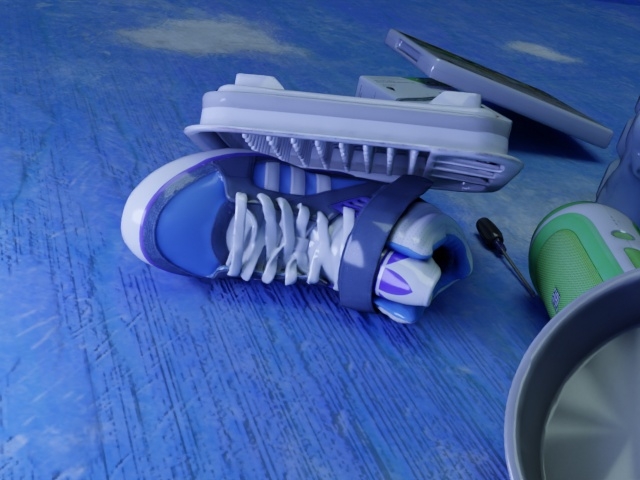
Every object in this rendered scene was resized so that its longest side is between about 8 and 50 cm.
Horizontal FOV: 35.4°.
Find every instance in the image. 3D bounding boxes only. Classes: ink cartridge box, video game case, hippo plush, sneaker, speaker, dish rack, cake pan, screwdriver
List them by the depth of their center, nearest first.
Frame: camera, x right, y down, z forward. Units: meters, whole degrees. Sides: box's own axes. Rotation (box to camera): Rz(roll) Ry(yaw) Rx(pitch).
[{"bbox_3d":[0.279,0.144,0.706,0.293,0.054,0.293,-9,50,11],"label":"cake pan"},{"bbox_3d":[0.280,0.066,0.957,0.131,0.131,0.296,9,24,-4],"label":"speaker"},{"bbox_3d":[0.000,0.000,0.977,0.322,0.130,0.236,-2,20,-41],"label":"sneaker"},{"bbox_3d":[0.039,-0.112,1.067,0.332,0.072,0.285,5,-3,4],"label":"dish rack"},{"bbox_3d":[0.217,0.023,1.175,0.024,0.025,0.170,4,33,-16],"label":"screwdriver"},{"bbox_3d":[0.503,-0.100,1.271,0.236,0.294,0.234,24,48,10],"label":"hippo plush"},{"bbox_3d":[0.162,-0.173,1.493,0.153,0.087,0.208,-3,27,-28],"label":"ink cartridge box"},{"bbox_3d":[0.289,-0.259,1.685,0.328,0.036,0.300,19,16,-16],"label":"video game case"}]

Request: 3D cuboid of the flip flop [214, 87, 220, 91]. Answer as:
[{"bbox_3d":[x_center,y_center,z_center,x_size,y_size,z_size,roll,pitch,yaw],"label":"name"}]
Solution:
[{"bbox_3d":[-0.049,-0.133,1.319,0.080,0.112,0.277,7,14,-45],"label":"flip flop"}]
